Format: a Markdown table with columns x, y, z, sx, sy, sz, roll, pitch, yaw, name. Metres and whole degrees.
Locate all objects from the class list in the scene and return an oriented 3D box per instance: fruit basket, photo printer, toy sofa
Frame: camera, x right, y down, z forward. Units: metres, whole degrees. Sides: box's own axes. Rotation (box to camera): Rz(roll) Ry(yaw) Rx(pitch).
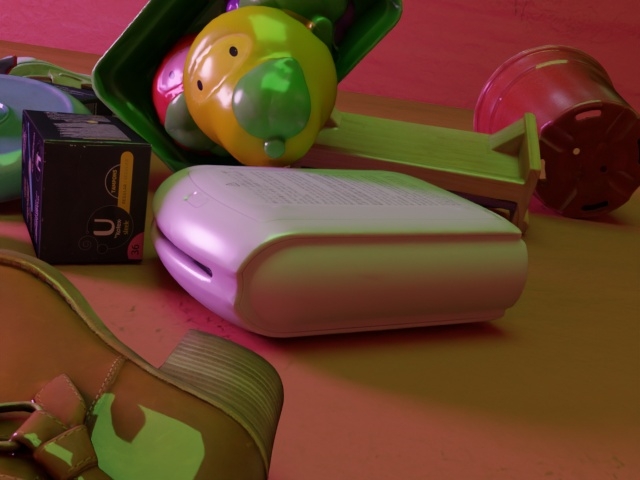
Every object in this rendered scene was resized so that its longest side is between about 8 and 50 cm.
| x | y | z | sx | sy | sz | roll | pitch | yaw | name |
| --- | --- | --- | --- | --- | --- | --- | --- | --- | --- |
| -0.092 | -0.222 | 0.926 | 0.283 | 0.392 | 0.392 | 46 | 19 | -2 | fruit basket |
| 0.000 | 0.000 | 0.730 | 0.307 | 0.107 | 0.256 | -1 | 19 | -29 | photo printer |
| 0.132 | -0.105 | 1.139 | 0.362 | 0.177 | 0.150 | 10 | 41 | 2 | toy sofa |

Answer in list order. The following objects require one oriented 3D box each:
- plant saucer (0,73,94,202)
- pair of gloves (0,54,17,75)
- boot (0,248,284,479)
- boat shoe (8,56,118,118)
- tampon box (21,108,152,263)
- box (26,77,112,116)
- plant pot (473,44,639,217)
| x | y | z | sx | sy | sz | roll | pitch | yaw | name |
| --- | --- | --- | --- | --- | --- | --- | --- | --- | --- |
| -0.428 | -0.137 | 0.925 | 0.317 | 0.043 | 0.317 | 4 | 34 | -3 | plant saucer |
| -0.547 | -0.216 | 1.146 | 0.198 | 0.023 | 0.159 | -30 | 5 | 43 | pair of gloves |
| -0.167 | 0.101 | 0.351 | 0.283 | 0.109 | 0.220 | 18 | 21 | 5 | boot |
| -0.477 | -0.273 | 1.408 | 0.094 | 0.109 | 0.302 | 19 | 16 | 26 | boat shoe |
| -0.243 | -0.059 | 0.777 | 0.101 | 0.120 | 0.161 | -1 | 19 | -27 | tampon box |
| -0.423 | -0.185 | 1.156 | 0.156 | 0.093 | 0.158 | 13 | 18 | 12 | box |
| 0.429 | -0.179 | 1.335 | 0.272 | 0.272 | 0.265 | 7 | 25 | -5 | plant pot |
